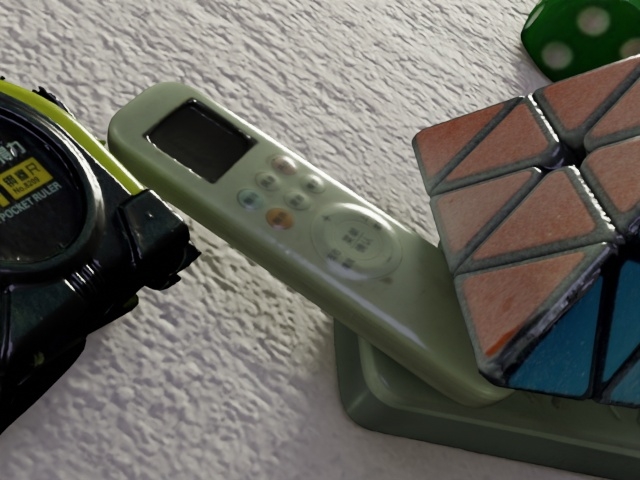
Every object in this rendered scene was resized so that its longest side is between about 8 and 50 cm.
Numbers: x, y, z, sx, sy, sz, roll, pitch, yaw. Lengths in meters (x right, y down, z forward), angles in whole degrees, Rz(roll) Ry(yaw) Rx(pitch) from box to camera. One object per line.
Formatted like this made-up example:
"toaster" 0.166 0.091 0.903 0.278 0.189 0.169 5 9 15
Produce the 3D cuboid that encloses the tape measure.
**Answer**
"tape measure" -0.188 -0.004 0.577 0.186 0.112 0.199 47 38 -1

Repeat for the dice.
"dice" 0.289 -0.221 1.062 0.128 0.120 0.131 36 45 -4

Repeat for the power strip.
"power strip" 0.134 0.063 0.767 0.265 0.059 0.193 15 48 -22

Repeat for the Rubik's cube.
"Rubik's cube" 0.188 -0.007 0.672 0.229 0.233 0.228 0 74 -2

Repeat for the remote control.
"remote control" 0.001 -0.001 0.681 0.309 0.038 0.090 35 47 7
